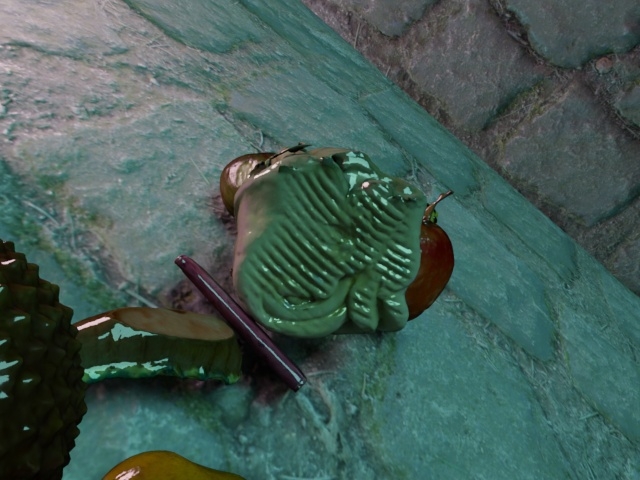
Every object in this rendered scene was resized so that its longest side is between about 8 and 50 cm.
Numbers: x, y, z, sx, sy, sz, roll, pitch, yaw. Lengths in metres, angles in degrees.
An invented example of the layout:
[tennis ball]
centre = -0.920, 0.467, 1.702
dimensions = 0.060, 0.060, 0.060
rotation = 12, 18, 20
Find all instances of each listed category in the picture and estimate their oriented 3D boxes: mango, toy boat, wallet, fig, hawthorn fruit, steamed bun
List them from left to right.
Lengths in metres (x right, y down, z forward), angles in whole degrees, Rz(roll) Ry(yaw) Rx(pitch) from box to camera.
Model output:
[toy boat]
centre = -0.207, 0.125, 0.559
dimensions = 0.293, 0.099, 0.108
rotation = 7, 18, -45
[mango]
centre = -0.135, 0.261, 0.479
dimensions = 0.165, 0.089, 0.115
rotation = 31, 23, -23
[wallet]
centre = -0.106, 0.112, 0.693
dimensions = 0.232, 0.025, 0.119
rotation = 45, -8, 6
[fig]
centre = -0.108, -0.044, 0.862
dimensions = 0.149, 0.149, 0.245
rotation = 26, 45, -25
[steamed bun]
centre = 0.000, 0.000, 0.764
dimensions = 0.267, 0.280, 0.207
rotation = 6, 8, -10
[hawthorn fruit]
centre = 0.143, 0.009, 0.924
dimensions = 0.242, 0.271, 0.242
rotation = 35, 27, -21

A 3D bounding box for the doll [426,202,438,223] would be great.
[doll]
centre = 0.190, -0.084, 1.276
dimensions = 0.291, 0.086, 0.117
rotation = 18, 67, -32

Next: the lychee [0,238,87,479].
[lychee]
centre = -0.286, 0.115, 0.342
dimensions = 0.267, 0.267, 0.267
rotation = 29, 33, -21
